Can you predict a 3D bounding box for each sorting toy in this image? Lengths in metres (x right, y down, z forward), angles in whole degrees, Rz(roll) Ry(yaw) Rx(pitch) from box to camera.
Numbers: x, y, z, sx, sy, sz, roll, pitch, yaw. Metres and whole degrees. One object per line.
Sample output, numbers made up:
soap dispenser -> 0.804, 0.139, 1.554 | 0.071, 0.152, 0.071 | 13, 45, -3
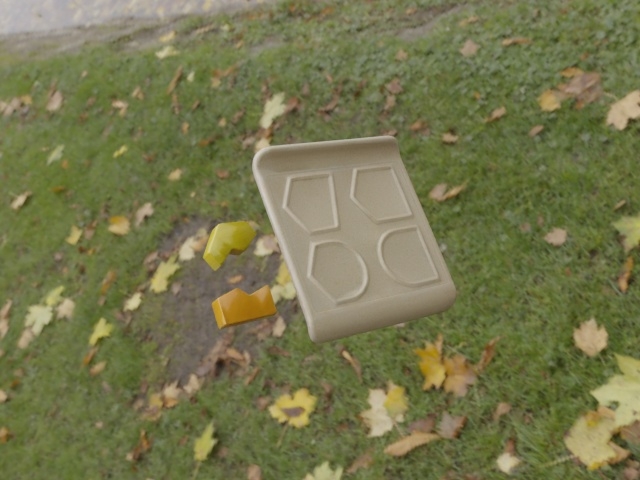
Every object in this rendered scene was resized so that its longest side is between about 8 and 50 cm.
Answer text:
sorting toy -> 0.000, 0.000, 0.929 | 0.041, 0.307, 0.229 | -37, 68, 54
